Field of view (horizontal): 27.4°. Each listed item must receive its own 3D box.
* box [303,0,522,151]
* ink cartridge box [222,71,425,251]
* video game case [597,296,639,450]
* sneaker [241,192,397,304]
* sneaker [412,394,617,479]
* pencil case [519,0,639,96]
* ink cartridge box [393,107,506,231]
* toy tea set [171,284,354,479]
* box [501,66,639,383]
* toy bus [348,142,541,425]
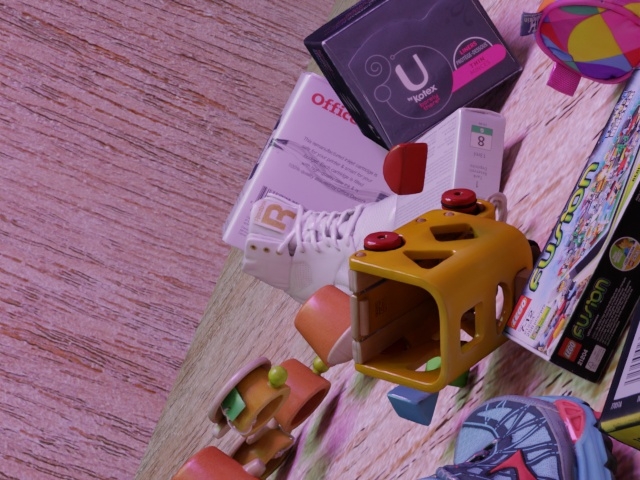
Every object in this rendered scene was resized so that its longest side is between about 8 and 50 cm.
[{"bbox_3d":[0.092,-0.206,1.455,0.165,0.143,0.270,-34,10,2],"label":"box"},{"bbox_3d":[0.003,-0.073,1.663,0.237,0.172,0.100,-62,9,7],"label":"ink cartridge box"},{"bbox_3d":[0.244,-0.041,0.627,0.274,0.035,0.248,-66,9,-21],"label":"video game case"},{"bbox_3d":[0.000,0.000,1.493,0.292,0.169,0.108,-47,17,58],"label":"sneaker"},{"bbox_3d":[0.087,0.138,0.680,0.262,0.125,0.104,-100,28,-75],"label":"sneaker"},{"bbox_3d":[0.234,-0.232,1.038,0.236,0.104,0.104,-67,9,-29],"label":"pencil case"},{"bbox_3d":[0.115,0.002,1.269,0.181,0.056,0.224,147,130,-73],"label":"ink cartridge box"},{"bbox_3d":[-0.034,0.204,1.387,0.200,0.124,0.336,-31,-25,-46],"label":"toy tea set"},{"bbox_3d":[0.191,-0.015,0.849,0.207,0.036,0.114,-64,9,0],"label":"box"},{"bbox_3d":[0.109,0.032,0.961,0.104,0.191,0.202,14,74,37],"label":"toy bus"}]
